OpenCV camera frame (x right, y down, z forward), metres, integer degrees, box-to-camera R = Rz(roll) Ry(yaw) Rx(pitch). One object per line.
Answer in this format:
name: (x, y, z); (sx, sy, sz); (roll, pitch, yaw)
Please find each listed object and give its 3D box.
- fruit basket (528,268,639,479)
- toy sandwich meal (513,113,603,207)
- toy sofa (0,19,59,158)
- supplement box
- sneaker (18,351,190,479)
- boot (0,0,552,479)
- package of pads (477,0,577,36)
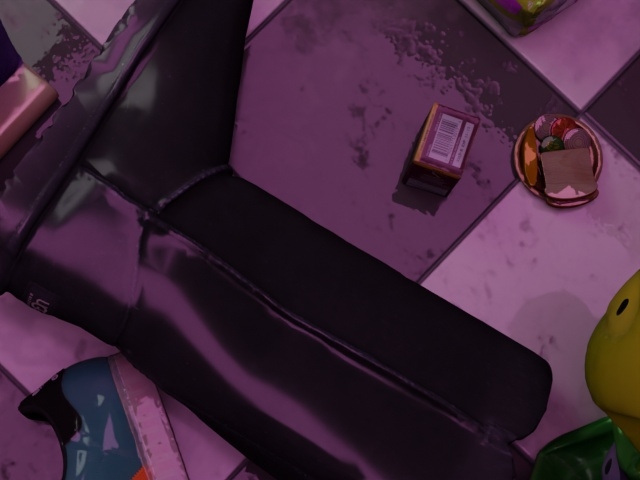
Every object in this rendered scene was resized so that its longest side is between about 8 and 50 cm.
fruit basket: (0.254, 0.153, 1.173); (0.283, 0.392, 0.392); (-21, 81, 20)
toy sandwich meal: (0.204, -0.069, 1.410); (0.085, 0.029, 0.085); (1, 80, -4)
toy sofa: (-0.289, -0.128, 1.221); (0.177, 0.362, 0.150); (38, 79, 10)
supplement box: (0.100, -0.074, 1.376); (0.043, 0.083, 0.055); (19, 80, -1)
sneaker: (-0.149, 0.240, 1.299); (0.121, 0.108, 0.302); (-18, 74, -6)
boot: (-0.001, 0.002, 1.322); (0.445, 0.146, 0.367); (32, 67, -2)
package of pads: (0.205, -0.344, 1.422); (0.296, 0.101, 0.229); (-43, 85, -9)
